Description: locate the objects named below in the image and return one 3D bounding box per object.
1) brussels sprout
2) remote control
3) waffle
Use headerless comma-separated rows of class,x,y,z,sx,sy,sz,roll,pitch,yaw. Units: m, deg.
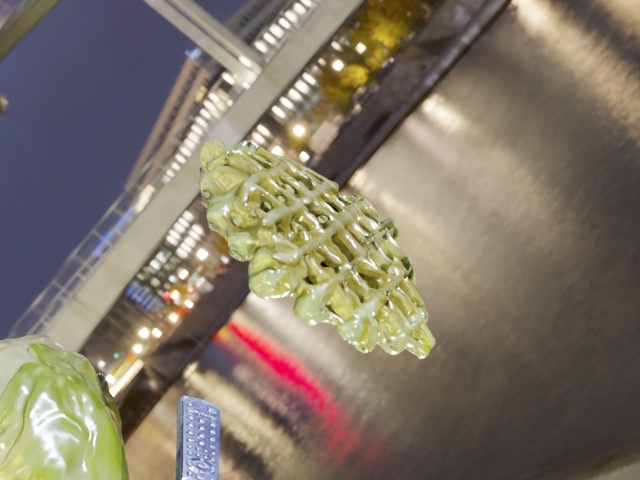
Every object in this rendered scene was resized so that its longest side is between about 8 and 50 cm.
brussels sprout,-0.323,0.267,1.017,0.247,0.328,0.328,-6,-20,-25
remote control,-0.115,0.210,0.882,0.027,0.043,0.152,-56,25,36
waffle,0.000,0.000,1.077,0.073,0.297,0.317,-53,36,21
